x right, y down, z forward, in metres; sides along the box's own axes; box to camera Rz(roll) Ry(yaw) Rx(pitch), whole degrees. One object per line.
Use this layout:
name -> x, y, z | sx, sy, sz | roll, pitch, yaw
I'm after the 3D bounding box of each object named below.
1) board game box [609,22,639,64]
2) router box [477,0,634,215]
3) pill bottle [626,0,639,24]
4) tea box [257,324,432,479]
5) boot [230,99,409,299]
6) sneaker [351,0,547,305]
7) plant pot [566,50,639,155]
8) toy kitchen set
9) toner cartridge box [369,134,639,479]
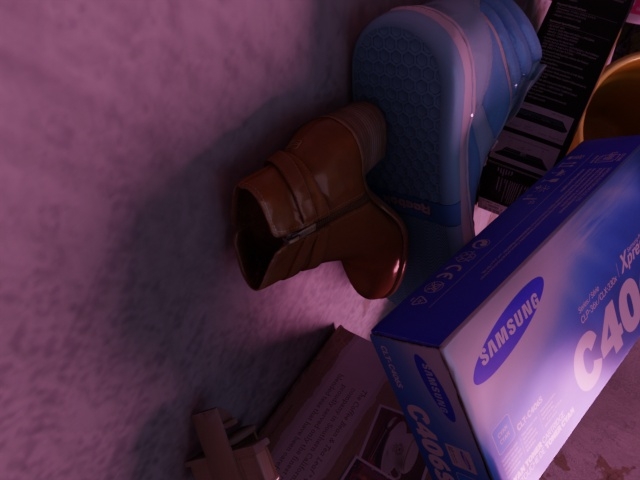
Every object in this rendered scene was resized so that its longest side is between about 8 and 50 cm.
board game box -> 0.660, -0.350, 1.165 | 0.056, 0.208, 0.346 | 32, 70, -20
router box -> 0.286, -0.163, 0.750 | 0.242, 0.081, 0.309 | -66, 165, 0
pill bottle -> 0.622, -0.532, 1.024 | 0.160, 0.160, 0.282 | -35, 138, -43
tea box -> 0.040, 0.333, 0.625 | 0.329, 0.220, 0.323 | -50, 148, -28
boot -> 0.000, 0.000, 0.471 | 0.152, 0.073, 0.197 | -42, 131, -39
sneaker -> 0.134, -0.087, 0.573 | 0.208, 0.127, 0.318 | -41, 144, -35
plant pot -> 0.504, -0.164, 1.001 | 0.239, 0.254, 0.253 | -168, -78, -88
toy kitchen set -> -0.063, 0.162, 0.490 | 0.075, 0.083, 0.068 | -15, 82, -55
toner cartridge box -> 0.207, 0.051, 0.523 | 0.348, 0.075, 0.165 | -36, 112, -31
